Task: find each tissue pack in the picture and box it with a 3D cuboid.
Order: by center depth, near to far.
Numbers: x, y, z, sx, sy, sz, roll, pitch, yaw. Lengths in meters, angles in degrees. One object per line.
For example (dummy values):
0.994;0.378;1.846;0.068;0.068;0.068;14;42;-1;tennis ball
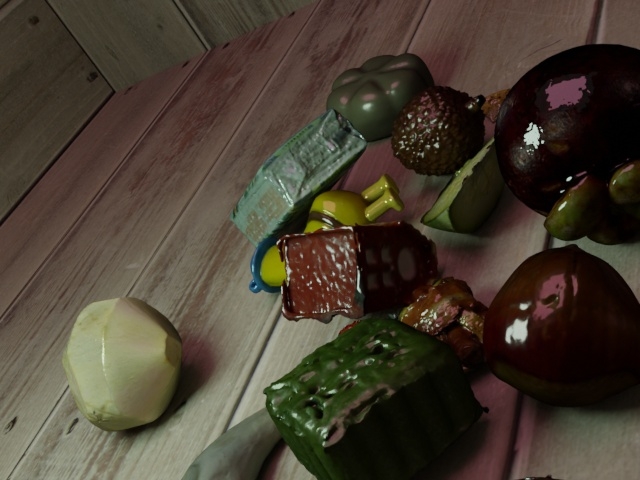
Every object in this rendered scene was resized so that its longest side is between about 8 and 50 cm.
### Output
-0.054;-0.125;2.036;0.228;0.128;0.311;-40;-3;-24;tissue pack

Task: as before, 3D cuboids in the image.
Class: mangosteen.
0.438;-0.140;1.489;0.307;0.307;0.346;-27;58;15;mangosteen

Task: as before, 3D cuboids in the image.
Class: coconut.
-0.373;0.236;1.829;0.259;0.259;0.259;-27;27;15;coconut

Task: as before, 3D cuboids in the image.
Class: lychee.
0.248;-0.224;1.928;0.238;0.200;0.200;-32;22;41;lychee

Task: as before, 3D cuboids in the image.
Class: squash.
0.245;-0.096;1.761;0.155;0.204;0.237;22;58;33;squash

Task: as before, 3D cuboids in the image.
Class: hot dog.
0.198;0.130;1.490;0.146;0.103;0.213;-36;28;-5;hot dog

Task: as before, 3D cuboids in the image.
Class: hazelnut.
0.319;0.111;1.264;0.230;0.229;0.229;-27;27;15;hazelnut

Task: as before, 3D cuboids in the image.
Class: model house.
0.078;0.048;1.671;0.196;0.160;0.254;-9;0;43;model house

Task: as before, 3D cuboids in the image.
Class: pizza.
0.389;-0.296;2.065;0.123;0.026;0.108;-13;36;35;pizza

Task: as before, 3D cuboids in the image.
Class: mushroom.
-0.134;0.349;1.516;0.118;0.103;0.270;-11;29;39;mushroom

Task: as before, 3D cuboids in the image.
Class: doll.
0.000;0.000;1.896;0.363;0.145;0.199;-35;29;14;doll

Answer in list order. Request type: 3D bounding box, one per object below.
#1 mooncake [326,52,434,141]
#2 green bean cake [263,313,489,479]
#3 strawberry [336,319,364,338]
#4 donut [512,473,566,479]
0.143;-0.356;2.331;0.275;0.135;0.275;-23;30;14;mooncake
0.070;0.233;1.362;0.247;0.156;0.250;-32;16;-16;green bean cake
0.079;0.170;1.557;0.106;0.106;0.106;-27;27;15;strawberry
0.225;0.382;1.044;0.270;0.103;0.269;-27;29;17;donut
